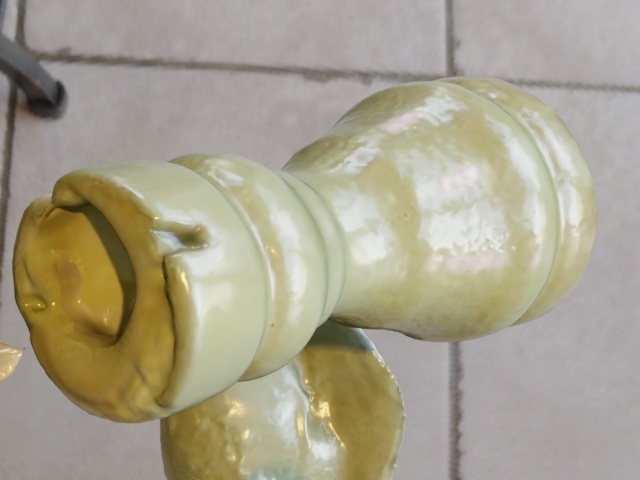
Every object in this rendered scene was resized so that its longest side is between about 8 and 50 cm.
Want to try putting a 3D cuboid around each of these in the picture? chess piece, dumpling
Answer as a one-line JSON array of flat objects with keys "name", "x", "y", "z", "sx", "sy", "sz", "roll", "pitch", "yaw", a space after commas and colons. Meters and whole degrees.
[{"name": "chess piece", "x": 0.000, "y": 0.000, "z": 1.030, "sx": 0.442, "sy": 0.234, "sz": 0.234, "roll": -14, "pitch": 70, "yaw": -47}, {"name": "dumpling", "x": -0.070, "y": 0.194, "z": 1.396, "sx": 0.211, "sy": 0.270, "sz": 0.321, "roll": -31, "pitch": 122, "yaw": -28}]

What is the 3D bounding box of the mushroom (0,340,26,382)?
[{"name": "mushroom", "x": -0.317, "y": 0.061, "z": 0.976, "sx": 0.209, "sy": 0.084, "sz": 0.071, "roll": 22, "pitch": 77, "yaw": -11}]
